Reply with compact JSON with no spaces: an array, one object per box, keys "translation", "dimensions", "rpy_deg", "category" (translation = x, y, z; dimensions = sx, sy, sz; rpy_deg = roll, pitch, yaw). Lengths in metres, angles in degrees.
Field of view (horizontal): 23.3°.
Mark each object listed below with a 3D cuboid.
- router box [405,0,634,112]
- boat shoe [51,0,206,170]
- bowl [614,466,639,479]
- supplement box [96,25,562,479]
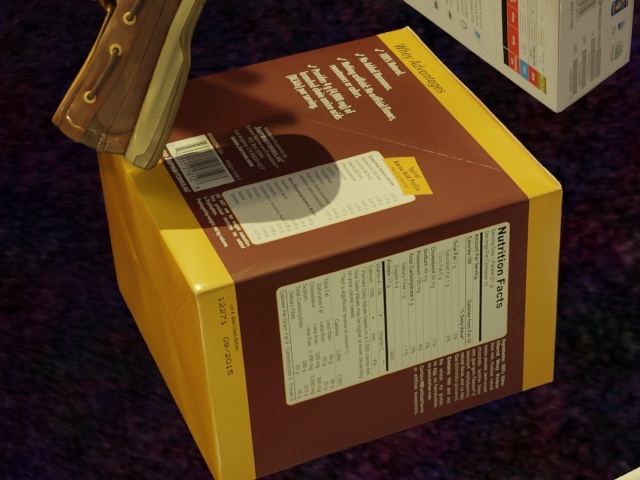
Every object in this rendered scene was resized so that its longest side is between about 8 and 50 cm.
[{"translation":[0.097,-0.300,1.128],"dimensions":[0.082,0.301,0.335],"rpy_deg":[-36,147,-18],"category":"router box"},{"translation":[-0.084,-0.127,0.759],"dimensions":[0.060,0.064,0.178],"rpy_deg":[16,87,-10],"category":"boat shoe"},{"translation":[0.114,0.162,0.577],"dimensions":[0.298,0.298,0.134],"rpy_deg":[-21,75,-22],"category":"bowl"},{"translation":[0.000,0.000,0.838],"dimensions":[0.194,0.191,0.129],"rpy_deg":[-15,128,-16],"category":"supplement box"}]
